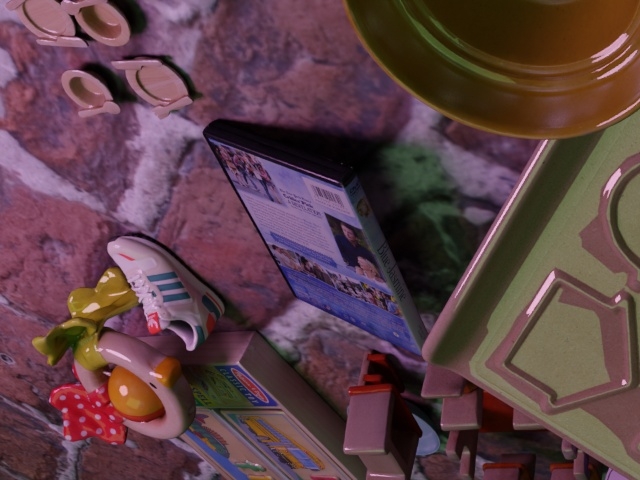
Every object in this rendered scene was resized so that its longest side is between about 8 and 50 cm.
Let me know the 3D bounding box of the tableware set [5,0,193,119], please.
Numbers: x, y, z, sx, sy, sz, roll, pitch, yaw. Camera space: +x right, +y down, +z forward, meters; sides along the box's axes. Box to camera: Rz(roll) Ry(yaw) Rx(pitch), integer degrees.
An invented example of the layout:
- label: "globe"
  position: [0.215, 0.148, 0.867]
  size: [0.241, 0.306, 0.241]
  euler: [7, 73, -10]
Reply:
- label: "tableware set"
  position: [-0.201, -0.168, 1.040]
  size: [0.141, 0.020, 0.168]
  euler: [1, 140, 36]

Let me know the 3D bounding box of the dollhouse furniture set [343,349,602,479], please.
- label: "dollhouse furniture set"
  position: [0.162, 0.180, 1.213]
  size: [0.259, 0.135, 0.262]
  euler: [-6, 137, 25]

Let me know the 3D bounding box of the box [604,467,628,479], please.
- label: "box"
  position: [0.413, 0.306, 1.061]
  size: [0.290, 0.087, 0.169]
  euler: [35, 148, -15]

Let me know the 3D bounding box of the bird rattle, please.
- label: "bird rattle"
  position: [-0.245, 0.176, 1.386]
  size: [0.207, 0.143, 0.253]
  euler: [22, 132, 23]

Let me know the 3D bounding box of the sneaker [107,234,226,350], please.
- label: "sneaker"
  position: [-0.183, 0.061, 1.305]
  size: [0.161, 0.075, 0.057]
  euler: [41, 146, -22]

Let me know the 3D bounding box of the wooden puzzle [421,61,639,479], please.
- label: "wooden puzzle"
  position: [0.291, 0.054, 0.862]
  size: [0.348, 0.080, 0.322]
  euler: [28, 129, 5]

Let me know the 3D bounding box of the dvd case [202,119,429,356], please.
- label: "dvd case"
  position: [0.000, 0.000, 1.090]
  size: [0.180, 0.022, 0.253]
  euler: [23, 153, 39]

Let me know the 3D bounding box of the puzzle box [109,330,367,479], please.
- label: "puzzle box"
  position: [-0.070, 0.267, 1.543]
  size: [0.272, 0.052, 0.409]
  euler: [-8, 134, 42]

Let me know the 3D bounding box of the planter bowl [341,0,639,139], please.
- label: "planter bowl"
  position: [0.126, -0.172, 0.725]
  size: [0.217, 0.090, 0.217]
  euler: [19, 145, 14]

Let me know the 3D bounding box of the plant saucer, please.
- label: "plant saucer"
  position: [0.091, 0.217, 1.380]
  size: [0.119, 0.021, 0.119]
  euler: [19, 148, 12]
